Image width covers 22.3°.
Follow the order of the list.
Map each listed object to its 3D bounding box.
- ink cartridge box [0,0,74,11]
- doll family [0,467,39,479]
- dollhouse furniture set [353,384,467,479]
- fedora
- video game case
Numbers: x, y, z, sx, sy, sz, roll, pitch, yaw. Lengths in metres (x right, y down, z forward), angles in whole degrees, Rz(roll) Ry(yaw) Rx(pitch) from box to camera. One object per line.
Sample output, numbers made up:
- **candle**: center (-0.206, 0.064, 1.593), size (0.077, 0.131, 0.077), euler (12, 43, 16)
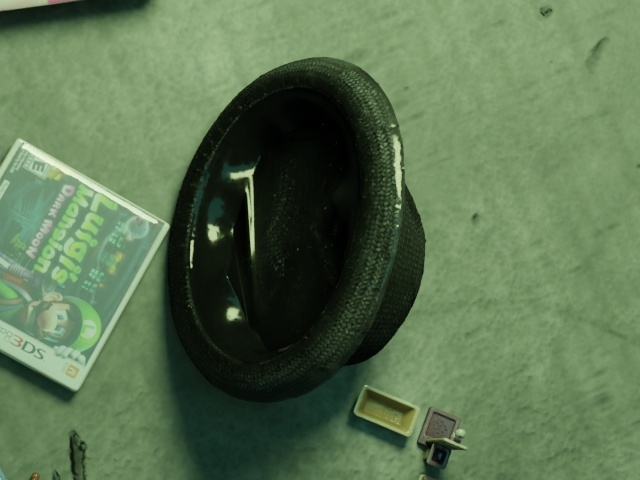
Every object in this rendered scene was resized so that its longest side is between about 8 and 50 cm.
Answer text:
- **ink cartridge box**: center (-0.337, -0.306, 1.555), size (0.370, 0.069, 0.176), euler (-10, 104, -13)
- **doll family**: center (-0.338, 0.273, 1.502), size (0.193, 0.076, 0.111), euler (-39, 89, -18)
- **dollhouse furniture set**: center (0.087, 0.198, 1.611), size (0.114, 0.081, 0.091), euler (24, 78, -10)
- **fedora**: center (0.000, 0.000, 1.558), size (0.152, 0.334, 0.334), euler (21, 76, -45)
- **video game case**: center (-0.266, 0.024, 1.574), size (0.173, 0.022, 0.190), euler (30, 77, -10)
